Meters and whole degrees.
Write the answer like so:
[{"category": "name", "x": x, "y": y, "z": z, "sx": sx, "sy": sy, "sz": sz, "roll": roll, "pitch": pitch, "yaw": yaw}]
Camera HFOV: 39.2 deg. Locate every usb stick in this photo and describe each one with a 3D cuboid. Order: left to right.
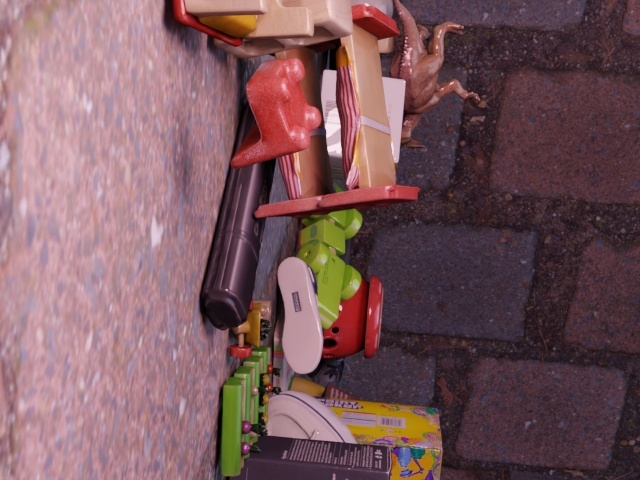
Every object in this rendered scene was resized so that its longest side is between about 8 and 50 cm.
[{"category": "usb stick", "x": -0.082, "y": -0.036, "z": 0.970, "sx": 0.077, "sy": 0.045, "sz": 0.278, "roll": 74, "pitch": 20, "yaw": -54}]

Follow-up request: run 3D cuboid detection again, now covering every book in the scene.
[{"category": "book", "x": -0.063, "y": 0.196, "z": 1.533, "sx": 0.096, "sy": 0.035, "sz": 0.144, "roll": -71, "pitch": 167, "yaw": -54}]

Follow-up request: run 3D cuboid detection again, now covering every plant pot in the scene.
[{"category": "plant pot", "x": -0.014, "y": 0.352, "z": 1.849, "sx": 0.134, "sy": 0.095, "sz": 0.134, "roll": 6, "pitch": 90, "yaw": -85}, {"category": "plant pot", "x": 0.037, "y": 0.147, "z": 1.813, "sx": 0.191, "sy": 0.174, "sz": 0.191, "roll": 4, "pitch": 90, "yaw": -87}]

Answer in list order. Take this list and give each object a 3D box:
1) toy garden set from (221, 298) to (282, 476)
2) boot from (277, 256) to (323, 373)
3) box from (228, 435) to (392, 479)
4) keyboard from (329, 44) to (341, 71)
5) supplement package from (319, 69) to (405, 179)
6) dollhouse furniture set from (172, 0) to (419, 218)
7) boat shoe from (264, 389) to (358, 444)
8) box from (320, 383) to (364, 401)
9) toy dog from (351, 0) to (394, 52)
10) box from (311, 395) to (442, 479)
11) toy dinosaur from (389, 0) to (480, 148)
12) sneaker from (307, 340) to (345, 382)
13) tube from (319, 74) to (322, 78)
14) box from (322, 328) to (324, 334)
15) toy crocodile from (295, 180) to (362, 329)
[{"category": "toy garden set", "x": -0.077, "y": 0.164, "z": 1.147, "sx": 0.244, "sy": 0.049, "sz": 0.204, "roll": -42, "pitch": 135, "yaw": -83}, {"category": "boot", "x": -0.024, "y": 0.124, "z": 1.471, "sx": 0.086, "sy": 0.069, "sz": 0.190, "roll": 30, "pitch": 53, "yaw": -72}, {"category": "box", "x": -0.016, "y": 0.346, "z": 1.170, "sx": 0.108, "sy": 0.207, "sz": 0.153, "roll": -44, "pitch": 140, "yaw": -83}, {"category": "keyboard", "x": 0.033, "y": -0.298, "z": 1.930, "sx": 0.201, "sy": 0.033, "sz": 0.317, "roll": 106, "pitch": -13, "yaw": -68}, {"category": "supplement package", "x": 0.046, "y": -0.183, "z": 1.509, "sx": 0.244, "sy": 0.133, "sz": 0.139, "roll": 150, "pitch": -54, "yaw": -80}, {"category": "dollhouse furniture set", "x": -0.038, "y": -0.131, "z": 0.835, "sx": 0.374, "sy": 0.152, "sz": 0.201, "roll": 0, "pitch": 83, "yaw": -68}, {"category": "boat shoe", "x": -0.007, "y": 0.383, "z": 1.303, "sx": 0.156, "sy": 0.136, "sz": 0.367, "roll": 2, "pitch": 51, "yaw": -55}, {"category": "box", "x": 0.036, "y": 0.421, "z": 1.715, "sx": 0.203, "sy": 0.167, "sz": 0.168, "roll": -63, "pitch": -179, "yaw": 13}, {"category": "toy dog", "x": 0.044, "y": -0.429, "z": 1.687, "sx": 0.333, "sy": 0.161, "sz": 0.220, "roll": 147, "pitch": -54, "yaw": -77}, {"category": "box", "x": 0.049, "y": 0.433, "z": 1.537, "sx": 0.177, "sy": 0.290, "sz": 0.279, "roll": -66, "pitch": 161, "yaw": -78}, {"category": "toy dinosaur", "x": 0.160, "y": -0.272, "z": 1.581, "sx": 0.200, "sy": 0.127, "sz": 0.296, "roll": -43, "pitch": 140, "yaw": -21}, {"category": "sneaker", "x": 0.045, "y": 0.248, "z": 2.007, "sx": 0.268, "sy": 0.101, "sz": 0.153, "roll": 7, "pitch": -95, "yaw": 66}, {"category": "tube", "x": 0.046, "y": -0.278, "z": 1.742, "sx": 0.070, "sy": 0.062, "sz": 0.240, "roll": -48, "pitch": -156, "yaw": -11}, {"category": "box", "x": -0.024, "y": 0.139, "z": 1.680, "sx": 0.018, "sy": 0.067, "sz": 0.083, "roll": -76, "pitch": 170, "yaw": -60}, {"category": "toy crocodile", "x": 0.003, "y": 0.010, "z": 1.651, "sx": 0.115, "sy": 0.105, "sz": 0.341, "roll": 34, "pitch": 44, "yaw": -35}]
